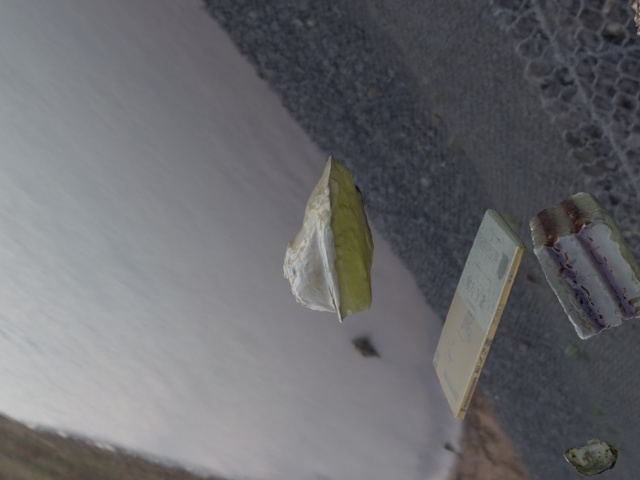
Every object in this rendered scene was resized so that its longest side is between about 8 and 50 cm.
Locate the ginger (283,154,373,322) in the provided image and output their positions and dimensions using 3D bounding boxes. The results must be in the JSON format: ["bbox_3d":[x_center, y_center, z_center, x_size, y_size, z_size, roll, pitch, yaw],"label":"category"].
[{"bbox_3d":[0.001,-0.004,1.051,0.122,0.193,0.115,-2,-178,38],"label":"ginger"}]

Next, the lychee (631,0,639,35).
[{"bbox_3d":[0.583,-0.395,1.343,0.200,0.200,0.238,28,115,4],"label":"lychee"}]

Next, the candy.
[{"bbox_3d":[0.452,0.031,1.473,0.135,0.320,0.179,-28,93,17],"label":"candy"}]

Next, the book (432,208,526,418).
[{"bbox_3d":[0.327,0.147,1.833,0.032,0.389,0.269,14,-164,-8],"label":"book"}]

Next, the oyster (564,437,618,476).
[{"bbox_3d":[0.393,0.314,1.250,0.019,0.083,0.054,95,152,-44],"label":"oyster"}]
